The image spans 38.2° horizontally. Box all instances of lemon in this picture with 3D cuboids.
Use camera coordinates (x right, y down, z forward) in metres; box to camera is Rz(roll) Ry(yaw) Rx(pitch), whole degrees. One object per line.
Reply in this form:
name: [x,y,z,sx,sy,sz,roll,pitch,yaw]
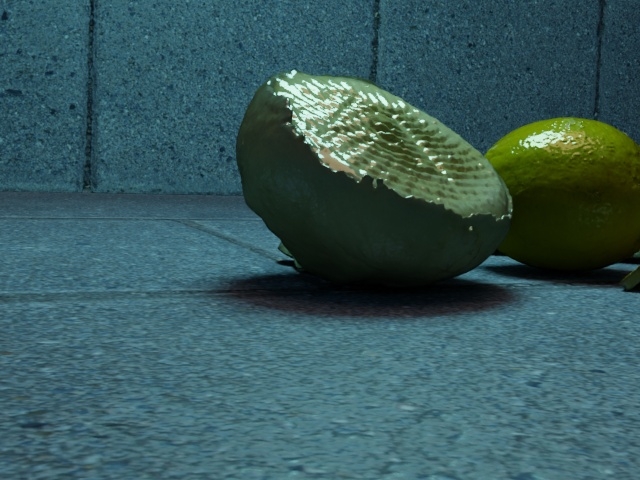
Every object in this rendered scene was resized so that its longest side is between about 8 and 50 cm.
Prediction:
lemon: [0.359,-0.065,1.350,0.263,0.236,0.236,-16,8,-6]

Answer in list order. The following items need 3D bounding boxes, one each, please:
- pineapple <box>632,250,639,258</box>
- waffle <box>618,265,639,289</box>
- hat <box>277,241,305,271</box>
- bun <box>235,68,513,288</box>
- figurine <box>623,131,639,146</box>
pineapple: [0.430,-0.084,1.653,0.344,0.209,0.286,5,6,13]
waffle: [0.446,0.028,1.233,0.021,0.092,0.135,51,23,15]
hat: [0.000,0.006,1.307,0.122,0.081,0.166,-1,16,-3]
bun: [0.055,-0.056,1.167,0.364,0.202,0.364,22,25,-11]
figurine: [0.650,-0.159,1.683,0.236,0.162,0.141,-16,49,-2]
